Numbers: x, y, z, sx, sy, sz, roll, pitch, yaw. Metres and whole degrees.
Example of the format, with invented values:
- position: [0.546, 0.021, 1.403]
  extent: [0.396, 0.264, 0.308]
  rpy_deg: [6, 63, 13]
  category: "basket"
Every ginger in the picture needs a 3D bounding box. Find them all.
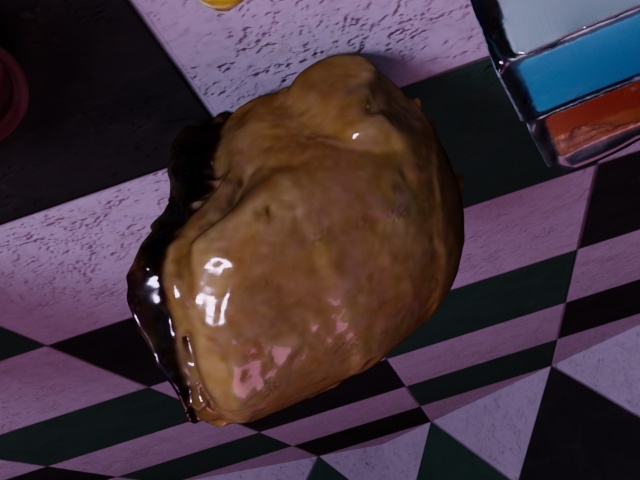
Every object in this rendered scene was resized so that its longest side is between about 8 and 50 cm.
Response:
- position: [0.001, 0.003, 0.720]
  extent: [0.222, 0.269, 0.200]
  rpy_deg: [-14, 133, 16]
  category: "ginger"

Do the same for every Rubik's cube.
- position: [0.176, -0.166, 0.542]
  extent: [0.183, 0.167, 0.180]
  rpy_deg: [-24, 158, 18]
  category: "Rubik's cube"

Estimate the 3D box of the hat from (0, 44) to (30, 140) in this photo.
- position: [-0.273, -0.068, 0.567]
  extent: [0.205, 0.089, 0.205]
  rpy_deg: [-14, 161, -5]
  category: "hat"

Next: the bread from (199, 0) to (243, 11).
- position: [-0.053, -0.188, 0.447]
  extent: [0.125, 0.068, 0.188]
  rpy_deg: [-24, 159, 21]
  category: "bread"
